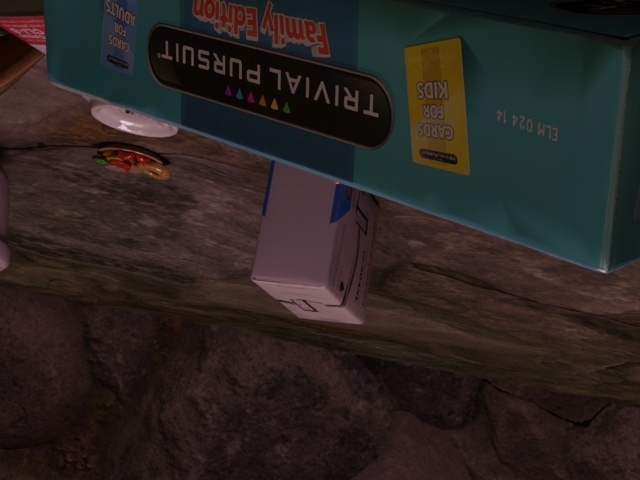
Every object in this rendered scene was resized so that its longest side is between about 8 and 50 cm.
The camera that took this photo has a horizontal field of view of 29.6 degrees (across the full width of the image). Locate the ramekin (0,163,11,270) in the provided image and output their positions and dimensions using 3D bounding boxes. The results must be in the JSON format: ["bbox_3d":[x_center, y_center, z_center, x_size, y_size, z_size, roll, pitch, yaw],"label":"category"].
[{"bbox_3d":[-0.502,-0.049,1.464,0.272,0.127,0.273,8,169,2],"label":"ramekin"}]

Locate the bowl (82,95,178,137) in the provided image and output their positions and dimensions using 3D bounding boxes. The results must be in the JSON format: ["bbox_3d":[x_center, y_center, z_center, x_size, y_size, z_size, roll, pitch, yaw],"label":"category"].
[{"bbox_3d":[-0.148,-0.136,1.017,0.170,0.080,0.170,11,168,2],"label":"bowl"}]

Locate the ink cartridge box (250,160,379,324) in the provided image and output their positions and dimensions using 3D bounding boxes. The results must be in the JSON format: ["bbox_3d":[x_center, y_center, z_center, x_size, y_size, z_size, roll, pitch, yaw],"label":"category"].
[{"bbox_3d":[0.000,0.000,1.334,0.085,0.148,0.203,5,167,15],"label":"ink cartridge box"}]

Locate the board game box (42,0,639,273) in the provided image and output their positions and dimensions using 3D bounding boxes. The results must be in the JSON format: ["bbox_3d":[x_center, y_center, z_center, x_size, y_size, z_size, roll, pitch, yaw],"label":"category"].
[{"bbox_3d":[0.069,-0.095,0.555,0.253,0.079,0.336,-17,-153,-39],"label":"board game box"}]

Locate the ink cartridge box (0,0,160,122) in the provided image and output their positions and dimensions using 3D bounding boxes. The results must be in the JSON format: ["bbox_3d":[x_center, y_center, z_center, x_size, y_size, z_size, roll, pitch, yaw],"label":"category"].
[{"bbox_3d":[-0.090,-0.159,0.750,0.127,0.128,0.176,4,165,30],"label":"ink cartridge box"}]

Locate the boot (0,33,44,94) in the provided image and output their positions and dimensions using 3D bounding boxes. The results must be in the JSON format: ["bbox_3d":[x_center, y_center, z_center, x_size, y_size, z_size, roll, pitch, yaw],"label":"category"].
[{"bbox_3d":[-0.383,-0.165,0.984,0.211,0.295,0.104,54,151,-7],"label":"boot"}]

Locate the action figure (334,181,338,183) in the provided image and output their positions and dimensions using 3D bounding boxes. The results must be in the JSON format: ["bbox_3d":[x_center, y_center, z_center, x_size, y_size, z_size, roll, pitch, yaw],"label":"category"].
[{"bbox_3d":[0.057,-0.076,0.996,0.091,0.139,0.280,8,165,6],"label":"action figure"}]

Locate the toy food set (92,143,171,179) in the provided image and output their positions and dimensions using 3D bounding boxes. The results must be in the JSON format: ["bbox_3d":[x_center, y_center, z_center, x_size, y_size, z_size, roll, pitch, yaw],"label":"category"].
[{"bbox_3d":[-0.221,-0.091,1.410,0.082,0.020,0.083,2,165,34],"label":"toy food set"}]
